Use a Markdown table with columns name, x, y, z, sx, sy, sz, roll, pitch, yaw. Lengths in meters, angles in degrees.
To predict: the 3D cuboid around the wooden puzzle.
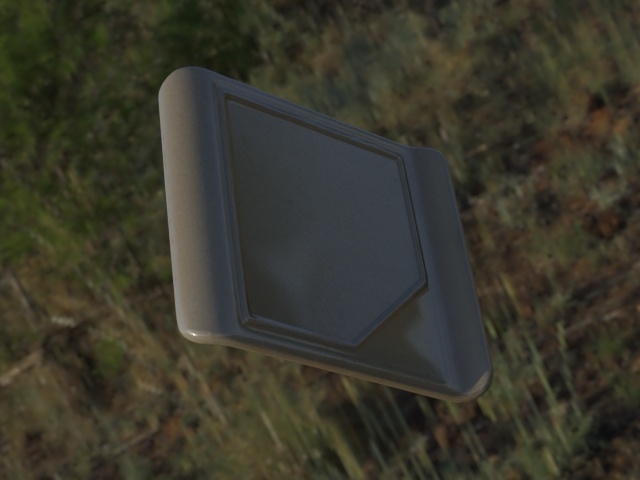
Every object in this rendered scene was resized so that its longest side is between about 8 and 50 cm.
| name | x | y | z | sx | sy | sz | roll | pitch | yaw |
| --- | --- | --- | --- | --- | --- | --- | --- | --- | --- |
| wooden puzzle | 0.000 | 0.000 | 0.980 | 0.238 | 0.221 | 0.044 | 14 | -40 | -30 |
